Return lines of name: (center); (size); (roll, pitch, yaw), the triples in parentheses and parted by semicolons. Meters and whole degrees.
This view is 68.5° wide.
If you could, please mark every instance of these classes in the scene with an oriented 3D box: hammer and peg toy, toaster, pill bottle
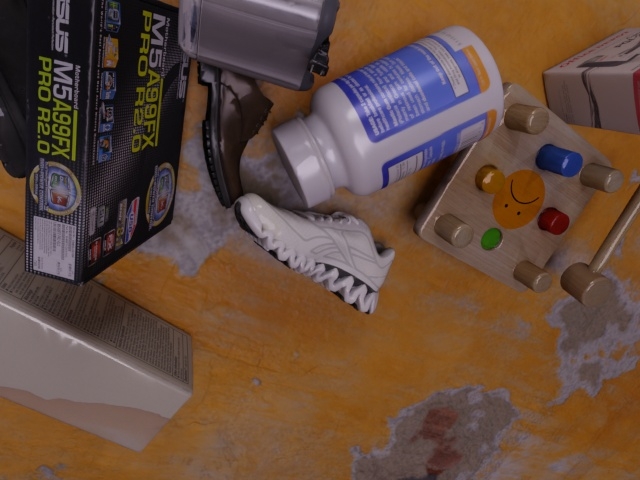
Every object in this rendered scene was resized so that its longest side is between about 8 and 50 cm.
hammer and peg toy: (0.347, -0.053, 0.749); (0.361, 0.127, 0.266); (25, 102, -24)
toaster: (-0.064, -0.258, 0.496); (0.146, 0.227, 0.129); (9, 150, -13)
pill bottle: (0.080, -0.152, 0.611); (0.271, 0.152, 0.153); (-26, 118, -4)

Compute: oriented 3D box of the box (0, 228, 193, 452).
box: (-0.330, 0.133, 0.617); (0.311, 0.148, 0.121); (38, 98, -25)

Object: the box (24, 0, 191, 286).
box: (-0.213, -0.118, 0.500); (0.060, 0.216, 0.271); (14, 109, 2)

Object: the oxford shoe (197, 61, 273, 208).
oxford shoe: (-0.104, -0.149, 0.597); (0.096, 0.083, 0.228); (-4, 114, -19)

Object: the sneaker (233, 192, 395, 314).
sneaker: (0.000, 0.000, 0.683); (0.292, 0.110, 0.118); (34, 90, -38)

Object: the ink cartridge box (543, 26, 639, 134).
ink cartridge box: (0.451, -0.227, 0.652); (0.158, 0.218, 0.092); (-28, 112, -3)

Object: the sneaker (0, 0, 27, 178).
sneaker: (-0.292, -0.190, 0.478); (0.130, 0.109, 0.286); (-16, 153, -25)
